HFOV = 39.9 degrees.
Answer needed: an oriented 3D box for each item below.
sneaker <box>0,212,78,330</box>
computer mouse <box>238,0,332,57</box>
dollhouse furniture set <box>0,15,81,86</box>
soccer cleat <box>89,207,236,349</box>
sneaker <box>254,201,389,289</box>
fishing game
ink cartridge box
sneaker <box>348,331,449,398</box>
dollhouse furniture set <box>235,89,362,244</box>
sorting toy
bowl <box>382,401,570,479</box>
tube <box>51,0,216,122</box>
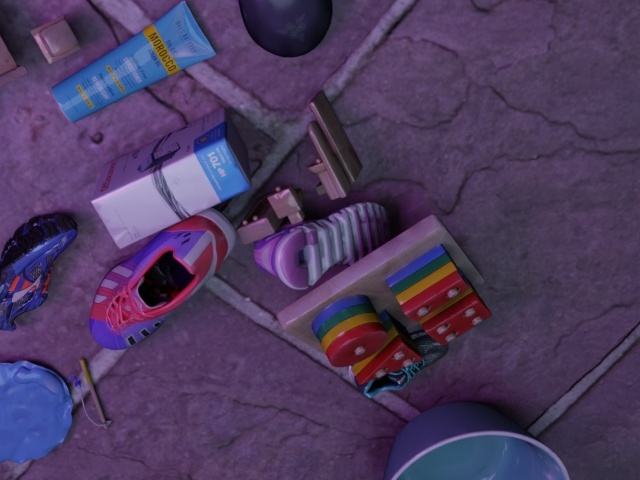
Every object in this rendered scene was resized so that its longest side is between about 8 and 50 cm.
[{"bbox_3d":[-0.412,0.046,1.242,0.221,0.083,0.087,-41,128,18],"label":"sneaker"},{"bbox_3d":[-0.068,-0.347,1.087,0.189,0.072,0.272,-21,117,2],"label":"computer mouse"},{"bbox_3d":[-0.526,-0.291,1.047,0.356,0.174,0.303,-31,111,-21],"label":"dollhouse furniture set"},{"bbox_3d":[-0.241,0.072,1.206,0.108,0.116,0.318,45,125,-9],"label":"soccer cleat"},{"bbox_3d":[0.000,0.000,1.232,0.236,0.105,0.095,-16,105,-43],"label":"sneaker"},{"bbox_3d":[-0.474,0.260,1.354,0.264,0.041,0.189,-19,118,-7],"label":"fishing game"},{"bbox_3d":[-0.193,-0.084,1.162,0.191,0.139,0.082,-24,115,4],"label":"ink cartridge box"},{"bbox_3d":[0.128,0.202,1.383,0.167,0.076,0.065,-25,118,5],"label":"sneaker"},{"bbox_3d":[-0.049,-0.099,1.189,0.151,0.144,0.123,-21,109,23],"label":"dollhouse furniture set"},{"bbox_3d":[0.109,0.107,1.253,0.256,0.089,0.257,-33,152,9],"label":"sorting toy"},{"bbox_3d":[0.230,0.387,1.441,0.312,0.163,0.311,-3,117,-7],"label":"bowl"},{"bbox_3d":[-0.245,-0.225,1.142,0.207,0.052,0.080,-30,123,1],"label":"tube"}]
